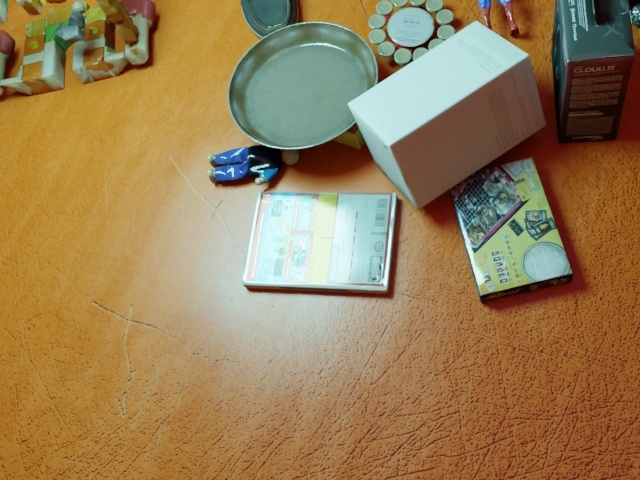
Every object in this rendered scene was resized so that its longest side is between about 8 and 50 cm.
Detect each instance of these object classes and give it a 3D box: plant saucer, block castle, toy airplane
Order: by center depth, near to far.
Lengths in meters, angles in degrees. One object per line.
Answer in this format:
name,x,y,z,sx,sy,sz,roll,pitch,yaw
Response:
plant saucer,-0.034,-0.307,1.536,0.311,0.050,0.310,-6,63,12
toy airplane,0.183,-0.446,1.621,0.151,0.028,0.151,-5,66,11
block castle,-0.624,-0.520,1.708,0.454,0.303,0.212,-11,63,8

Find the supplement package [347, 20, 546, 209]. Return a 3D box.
supplement package,0.234,-0.234,1.407,0.293,0.177,0.175,-33,44,-2

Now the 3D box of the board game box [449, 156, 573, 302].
board game box,0.340,-0.022,1.381,0.165,0.042,0.243,-14,64,8

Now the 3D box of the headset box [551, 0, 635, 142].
headset box,0.479,-0.342,1.350,0.110,0.293,0.218,-3,66,13

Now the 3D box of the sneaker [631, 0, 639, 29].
sneaker,0.645,-0.429,1.481,0.077,0.072,0.178,-4,53,18

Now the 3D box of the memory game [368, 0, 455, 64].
memory game,0.191,-0.448,1.598,0.186,0.012,0.186,-2,70,6

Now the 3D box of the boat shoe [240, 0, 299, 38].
boat shoe,-0.142,-0.609,1.721,0.132,0.130,0.355,-19,63,5

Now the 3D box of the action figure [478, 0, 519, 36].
action figure,0.351,-0.554,1.605,0.092,0.139,0.280,-10,86,7

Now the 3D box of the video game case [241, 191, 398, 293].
video game case,0.000,0.000,1.468,0.285,0.025,0.204,2,67,15

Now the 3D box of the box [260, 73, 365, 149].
box,-0.004,-0.267,1.571,0.232,0.058,0.087,23,73,22

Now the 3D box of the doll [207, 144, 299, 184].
doll,-0.137,-0.168,1.567,0.189,0.046,0.129,-6,66,12
